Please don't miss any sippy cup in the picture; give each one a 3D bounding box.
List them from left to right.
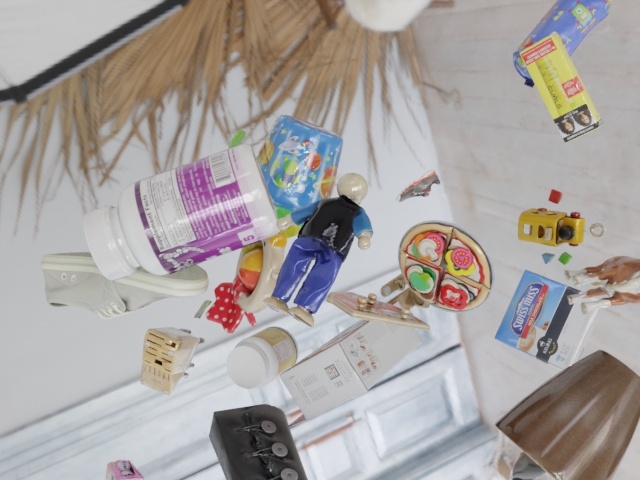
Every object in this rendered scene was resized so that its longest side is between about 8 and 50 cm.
[{"bbox_3d":[-0.058,-0.168,1.651,0.224,0.306,0.240,-70,21,11],"label":"sippy cup"}]

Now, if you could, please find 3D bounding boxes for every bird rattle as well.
[{"bbox_3d":[-0.132,0.056,1.307,0.207,0.143,0.253,14,81,67],"label":"bird rattle"}]

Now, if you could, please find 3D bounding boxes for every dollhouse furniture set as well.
[{"bbox_3d":[0.241,0.142,1.808,0.151,0.123,0.144,7,120,51],"label":"dollhouse furniture set"}]

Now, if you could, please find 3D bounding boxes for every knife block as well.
[{"bbox_3d":[-0.377,0.273,1.854,0.242,0.088,0.275,-62,-9,-49],"label":"knife block"}]

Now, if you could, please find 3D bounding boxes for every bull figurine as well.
[{"bbox_3d":[0.597,0.081,1.388,0.310,0.188,0.101,17,-120,-77],"label":"bull figurine"}]

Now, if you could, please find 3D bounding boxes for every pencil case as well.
[{"bbox_3d":[0.629,-0.540,1.816,0.133,0.306,0.119,40,172,-2],"label":"pencil case"}]

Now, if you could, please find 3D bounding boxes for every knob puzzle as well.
[{"bbox_3d":[0.101,0.123,1.378,0.213,0.213,0.030,-151,75,-67],"label":"knob puzzle"}]

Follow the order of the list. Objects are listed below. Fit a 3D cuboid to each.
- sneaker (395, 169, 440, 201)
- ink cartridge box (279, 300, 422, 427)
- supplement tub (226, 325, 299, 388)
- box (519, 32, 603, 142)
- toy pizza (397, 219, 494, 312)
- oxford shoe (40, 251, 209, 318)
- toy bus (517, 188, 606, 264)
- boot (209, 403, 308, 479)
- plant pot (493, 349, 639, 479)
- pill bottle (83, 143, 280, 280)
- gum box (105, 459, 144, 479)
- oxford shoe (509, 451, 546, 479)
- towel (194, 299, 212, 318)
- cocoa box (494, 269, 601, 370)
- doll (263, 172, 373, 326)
[{"bbox_3d":[0.310,-0.159,2.194,0.065,0.158,0.061,55,175,4],"label":"sneaker"},{"bbox_3d":[0.056,0.300,1.714,0.272,0.309,0.130,-34,84,33],"label":"ink cartridge box"},{"bbox_3d":[-0.163,0.334,1.992,0.200,0.144,0.144,-17,-96,-65],"label":"supplement tub"},{"bbox_3d":[0.544,-0.344,1.579,0.087,0.058,0.232,-24,95,36],"label":"box"},{"bbox_3d":[0.234,0.056,1.338,0.201,0.032,0.201,19,127,28],"label":"toy pizza"},{"bbox_3d":[-0.396,0.094,1.399,0.449,0.169,0.130,2,92,35],"label":"oxford shoe"},{"bbox_3d":[0.665,-0.030,1.999,0.191,0.104,0.202,55,132,17],"label":"toy bus"},{"bbox_3d":[-0.044,0.578,1.653,0.146,0.367,0.445,-65,32,15],"label":"boot"},{"bbox_3d":[0.468,0.316,1.252,0.215,0.230,0.215,40,179,1],"label":"plant pot"},{"bbox_3d":[-0.233,-0.039,1.185,0.169,0.302,0.169,160,90,-90],"label":"pill bottle"},{"bbox_3d":[-0.462,0.614,1.626,0.107,0.062,0.188,11,94,59],"label":"gum box"},{"bbox_3d":[0.487,0.528,1.657,0.212,0.076,0.076,97,-176,-45],"label":"oxford shoe"},{"bbox_3d":[-0.320,0.188,1.904,0.009,0.060,0.083,37,163,-12],"label":"towel"},{"bbox_3d":[0.691,0.250,2.111,0.228,0.231,0.347,25,180,24],"label":"cocoa box"},{"bbox_3d":[0.000,0.000,0.814,0.129,0.189,0.046,19,163,33],"label":"doll"}]
